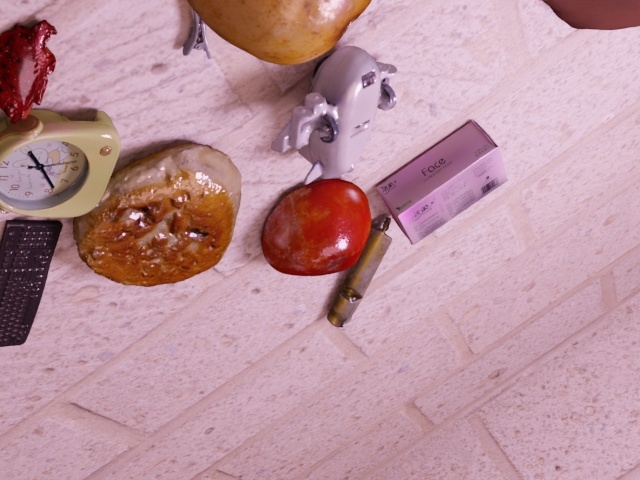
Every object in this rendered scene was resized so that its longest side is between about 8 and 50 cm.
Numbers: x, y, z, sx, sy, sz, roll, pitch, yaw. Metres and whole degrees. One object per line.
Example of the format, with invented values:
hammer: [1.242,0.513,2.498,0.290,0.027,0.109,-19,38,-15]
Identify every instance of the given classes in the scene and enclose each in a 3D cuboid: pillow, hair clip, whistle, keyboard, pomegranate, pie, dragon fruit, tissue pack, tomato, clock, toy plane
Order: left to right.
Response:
keyboard: [-0.527,0.115,1.417,0.103,0.041,0.381,-1,136,-39]
dragon fruit: [-0.377,-0.216,1.085,0.131,0.063,0.097,-38,148,9]
clock: [-0.411,-0.113,1.190,0.232,0.069,0.170,1,135,-39]
pie: [-0.264,-0.029,1.409,0.315,0.092,0.315,-22,147,-15]
hair clip: [-0.177,-0.302,1.173,0.039,0.030,0.115,-20,146,-16]
pomegranate: [-0.049,-0.354,1.025,0.260,0.260,0.260,-22,146,-16]
tomato: [0.000,0.000,1.625,0.200,0.140,0.233,4,134,-35]
toy plane: [0.027,-0.206,1.391,0.267,0.122,0.267,-41,157,-21]
whistle: [0.090,0.075,1.880,0.068,0.057,0.326,-65,179,-48]
tissue pack: [0.252,-0.119,1.725,0.246,0.092,0.148,-34,149,1]
pillow: [0.509,-0.439,1.404,0.307,0.108,0.305,-2,167,37]
